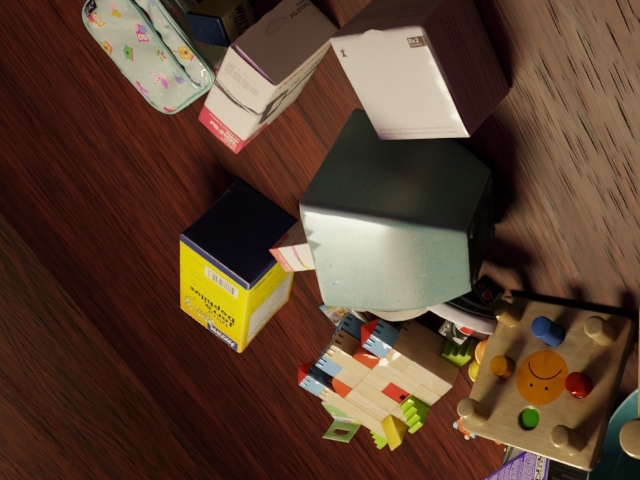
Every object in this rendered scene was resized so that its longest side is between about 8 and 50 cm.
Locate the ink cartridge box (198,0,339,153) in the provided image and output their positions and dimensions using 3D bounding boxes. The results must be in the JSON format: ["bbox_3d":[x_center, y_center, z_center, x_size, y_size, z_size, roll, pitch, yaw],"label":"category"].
[{"bbox_3d":[-0.090,-0.274,1.453,0.100,0.172,0.237,43,151,0],"label":"ink cartridge box"}]

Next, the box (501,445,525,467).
[{"bbox_3d":[0.481,0.438,1.716,0.232,0.059,0.183,10,148,10],"label":"box"}]

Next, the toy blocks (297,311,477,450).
[{"bbox_3d":[0.115,0.267,1.861,0.261,0.191,0.381,33,138,-2],"label":"toy blocks"}]

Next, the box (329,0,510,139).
[{"bbox_3d":[0.142,-0.250,1.251,0.181,0.119,0.182,6,134,48],"label":"box"}]

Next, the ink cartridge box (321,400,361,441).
[{"bbox_3d":[0.076,0.369,2.063,0.109,0.209,0.062,-7,127,54],"label":"ink cartridge box"}]

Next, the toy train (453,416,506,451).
[{"bbox_3d":[0.365,0.409,1.931,0.166,0.046,0.125,20,145,41],"label":"toy train"}]

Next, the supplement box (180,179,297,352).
[{"bbox_3d":[-0.188,0.067,2.008,0.195,0.194,0.356,36,150,13],"label":"supplement box"}]

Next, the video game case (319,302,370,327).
[{"bbox_3d":[0.081,0.200,2.036,0.166,0.015,0.119,47,152,-7],"label":"video game case"}]

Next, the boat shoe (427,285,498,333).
[{"bbox_3d":[0.209,0.056,1.545,0.108,0.102,0.301,14,-162,-39],"label":"boat shoe"}]

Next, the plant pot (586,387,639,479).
[{"bbox_3d":[0.612,0.392,1.396,0.255,0.272,0.272,29,152,-5],"label":"plant pot"}]

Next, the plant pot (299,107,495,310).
[{"bbox_3d":[0.145,-0.035,1.428,0.252,0.247,0.248,10,139,22],"label":"plant pot"}]

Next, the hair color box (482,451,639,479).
[{"bbox_3d":[0.440,0.482,1.645,0.185,0.110,0.339,19,150,-3],"label":"hair color box"}]

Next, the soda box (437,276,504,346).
[{"bbox_3d":[0.281,0.137,1.653,0.053,0.060,0.169,37,151,9],"label":"soda box"}]

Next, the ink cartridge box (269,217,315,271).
[{"bbox_3d":[0.000,0.000,1.765,0.067,0.115,0.198,54,150,-17],"label":"ink cartridge box"}]

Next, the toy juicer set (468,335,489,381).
[{"bbox_3d":[0.383,0.320,1.741,0.209,0.089,0.329,20,144,36],"label":"toy juicer set"}]

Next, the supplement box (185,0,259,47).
[{"bbox_3d":[-0.167,-0.380,1.500,0.083,0.083,0.056,20,143,36],"label":"supplement box"}]

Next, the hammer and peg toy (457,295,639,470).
[{"bbox_3d":[0.416,0.230,1.431,0.361,0.266,0.127,7,163,46],"label":"hammer and peg toy"}]

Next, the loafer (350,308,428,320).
[{"bbox_3d":[0.112,0.088,1.748,0.111,0.112,0.319,48,153,-25],"label":"loafer"}]

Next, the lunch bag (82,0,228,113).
[{"bbox_3d":[-0.303,-0.385,1.626,0.224,0.108,0.279,-18,116,51],"label":"lunch bag"}]
